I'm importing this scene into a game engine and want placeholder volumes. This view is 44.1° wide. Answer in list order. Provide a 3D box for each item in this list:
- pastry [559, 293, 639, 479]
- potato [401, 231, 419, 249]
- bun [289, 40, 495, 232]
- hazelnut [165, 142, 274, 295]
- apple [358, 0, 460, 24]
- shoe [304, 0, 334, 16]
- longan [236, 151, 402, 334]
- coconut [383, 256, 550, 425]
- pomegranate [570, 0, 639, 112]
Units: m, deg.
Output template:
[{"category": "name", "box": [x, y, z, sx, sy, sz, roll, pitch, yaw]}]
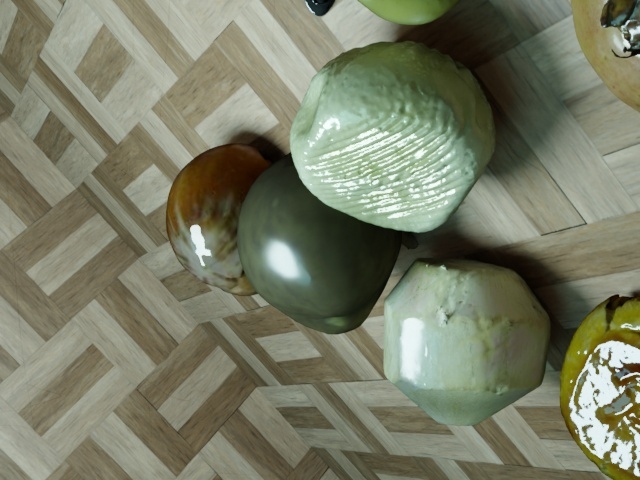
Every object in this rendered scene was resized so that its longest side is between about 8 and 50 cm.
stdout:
[{"category": "pastry", "box": [0.556, 0.253, 1.313, 0.163, 0.356, 0.356, 7, 173, -35]}, {"category": "potato", "box": [0.172, -0.016, 1.702, 0.036, 0.037, 0.093, 10, 138, 52]}, {"category": "bun", "box": [0.129, -0.182, 1.324, 0.349, 0.227, 0.352, -13, 136, 40]}, {"category": "hazelnut", "box": [-0.207, -0.042, 1.851, 0.315, 0.372, 0.372, -27, 109, 30]}, {"category": "apple", "box": [0.126, -0.397, 1.106, 0.200, 0.200, 0.200, 31, 149, 21]}, {"category": "shoe", "box": [0.001, -0.432, 1.349, 0.062, 0.053, 0.159, 42, 149, -5]}, {"category": "longan", "box": [0.000, 0.000, 1.614, 0.404, 0.336, 0.405, 168, 90, -87]}, {"category": "coconut", "box": [0.287, 0.206, 1.581, 0.352, 0.352, 0.353, 31, 149, 21]}, {"category": "pomegranate", "box": [0.401, -0.261, 0.790, 0.338, 0.338, 0.338, 31, 149, 21]}]
